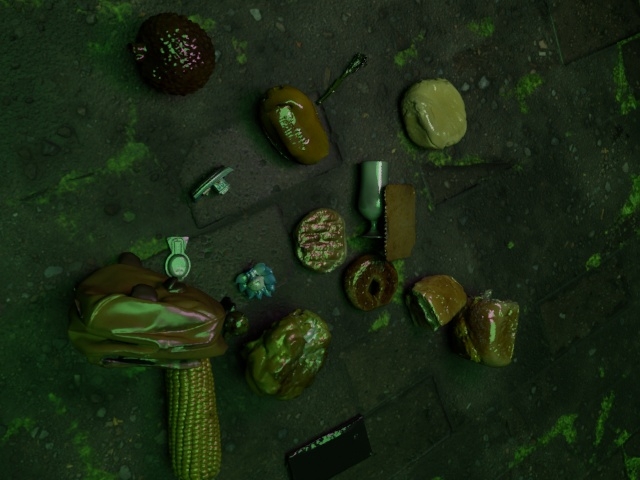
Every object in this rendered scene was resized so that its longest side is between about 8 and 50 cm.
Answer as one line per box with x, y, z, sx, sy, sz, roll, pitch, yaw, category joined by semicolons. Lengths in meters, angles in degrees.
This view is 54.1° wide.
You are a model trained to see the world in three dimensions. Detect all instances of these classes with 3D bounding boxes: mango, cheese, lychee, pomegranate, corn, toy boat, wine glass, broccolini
-0.068;-0.321;1.736;0.249;0.155;0.151;50;35;-22;mango
0.365;-0.402;1.977;0.213;0.117;0.226;-27;101;-30;cheese
-0.377;0.050;1.661;0.067;0.026;0.121;-1;93;-28;cheese
-0.370;-0.459;1.547;0.238;0.200;0.200;-6;96;-42;lychee
-0.239;0.233;1.724;0.084;0.073;0.073;-31;107;-7;pomegranate
-0.335;0.455;1.644;0.143;0.144;0.388;-6;97;-27;corn
-0.284;-0.146;1.679;0.066;0.059;0.140;48;70;-9;toy boat
0.162;-0.123;1.893;0.103;0.103;0.231;0;90;-28;wine glass
0.060;-0.481;1.860;0.218;0.044;0.042;-44;126;-13;broccolini

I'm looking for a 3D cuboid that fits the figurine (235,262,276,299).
-0.171;0.120;1.743;0.114;0.079;0.115;-1;105;-4;figurine

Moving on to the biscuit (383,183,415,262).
0.246;-0.057;1.924;0.236;0.013;0.232;-8;98;-59;biscuit

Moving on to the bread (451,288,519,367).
0.527;0.278;2.054;0.176;0.195;0.247;14;85;-34;bread

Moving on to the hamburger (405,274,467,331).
0.387;0.178;2.009;0.207;0.135;0.156;-26;106;-26;hamburger

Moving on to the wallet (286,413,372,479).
0.030;0.654;1.908;0.285;0.030;0.146;-20;105;-26;wallet

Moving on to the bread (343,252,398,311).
0.154;0.127;1.927;0.193;0.064;0.194;-6;102;-28;bread

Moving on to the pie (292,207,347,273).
0.000;0.000;1.846;0.195;0.046;0.195;-2;93;-29;pie

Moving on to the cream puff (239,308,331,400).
-0.106;0.300;1.729;0.281;0.185;0.282;-30;133;-38;cream puff

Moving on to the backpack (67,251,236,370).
-0.401;0.177;1.493;0.377;0.353;0.201;8;102;-28;backpack
